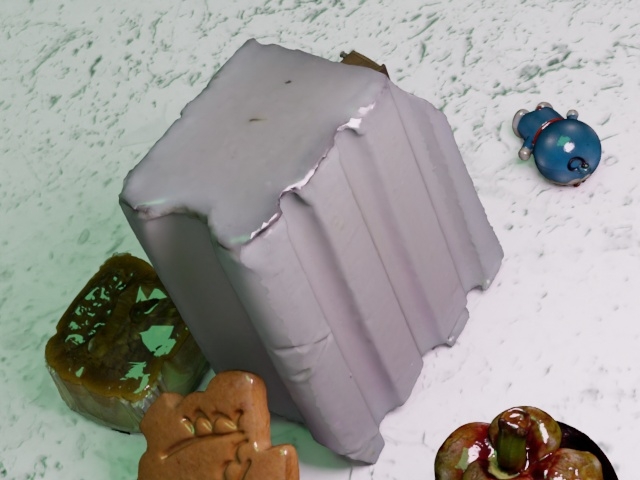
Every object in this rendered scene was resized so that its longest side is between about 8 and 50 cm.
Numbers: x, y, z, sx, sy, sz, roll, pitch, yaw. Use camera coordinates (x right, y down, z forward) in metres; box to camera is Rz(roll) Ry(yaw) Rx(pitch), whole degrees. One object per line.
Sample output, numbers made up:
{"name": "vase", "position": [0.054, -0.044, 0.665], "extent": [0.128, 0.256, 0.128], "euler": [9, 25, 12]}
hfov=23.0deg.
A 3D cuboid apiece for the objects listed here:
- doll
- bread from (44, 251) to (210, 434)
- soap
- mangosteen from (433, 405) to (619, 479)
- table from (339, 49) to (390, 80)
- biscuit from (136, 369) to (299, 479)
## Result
{"name": "doll", "position": [0.309, -0.125, 2.046], "extent": [0.114, 0.085, 0.152], "euler": [-22, 38, -14]}
{"name": "bread", "position": [-0.238, 0.128, 2.016], "extent": [0.192, 0.110, 0.210], "euler": [18, 61, 29]}
{"name": "soap", "position": [0.000, 0.000, 1.821], "extent": [0.213, 0.435, 0.350], "euler": [22, 64, 34]}
{"name": "mangosteen", "position": [0.212, 0.267, 1.655], "extent": [0.211, 0.250, 0.211], "euler": [-11, 44, 10]}
{"name": "table", "position": [0.043, -0.213, 2.213], "extent": [0.083, 0.070, 0.082], "euler": [-44, 52, -16]}
{"name": "biscuit", "position": [-0.101, 0.300, 1.783], "extent": [0.306, 0.043, 0.284], "euler": [48, 121, 22]}
